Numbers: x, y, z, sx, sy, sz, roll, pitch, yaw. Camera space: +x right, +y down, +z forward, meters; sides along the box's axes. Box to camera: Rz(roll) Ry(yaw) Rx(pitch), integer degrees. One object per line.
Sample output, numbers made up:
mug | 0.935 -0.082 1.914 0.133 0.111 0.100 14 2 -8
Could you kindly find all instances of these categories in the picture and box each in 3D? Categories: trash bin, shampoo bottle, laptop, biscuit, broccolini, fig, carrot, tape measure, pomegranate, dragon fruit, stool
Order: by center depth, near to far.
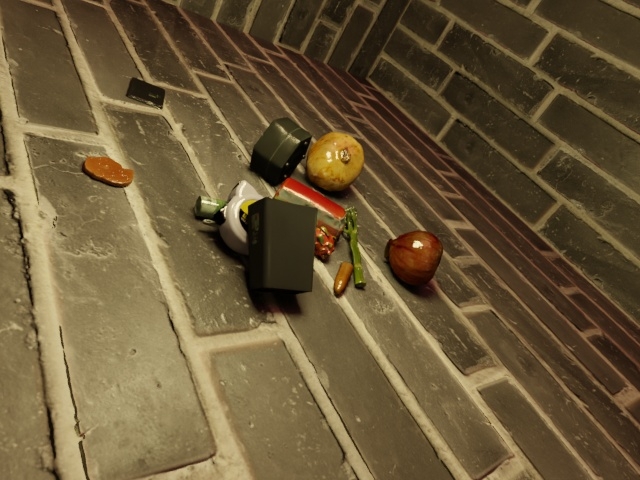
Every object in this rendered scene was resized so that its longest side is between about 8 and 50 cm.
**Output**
trash bin | -0.101 0.021 1.184 0.165 0.115 0.226 10 75 -37
biscuit | -0.575 -0.187 1.231 0.130 0.019 0.102 26 31 -12
tape measure | -0.204 -0.047 1.266 0.196 0.105 0.178 47 49 -14
shampoo bottle | -0.262 -0.083 1.332 0.204 0.065 0.065 11 36 -32
carrot | 0.066 0.115 1.363 0.048 0.048 0.139 32 31 -2
dragon fruit | -0.002 0.000 1.427 0.116 0.086 0.081 47 26 5
broccolini | 0.116 0.022 1.556 0.073 0.079 0.392 29 35 -27
fig | 0.315 0.054 1.565 0.205 0.205 0.205 24 31 -15
stool | -0.142 -0.324 1.650 0.141 0.232 0.232 36 30 3
laptop | -0.653 -0.557 1.710 0.129 0.016 0.180 17 32 -27
pomegranate | 0.058 -0.309 1.794 0.248 0.248 0.248 24 31 -15

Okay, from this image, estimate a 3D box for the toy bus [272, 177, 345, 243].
toy bus | -0.034 -0.099 1.510 0.265 0.120 0.121 30 31 -3
